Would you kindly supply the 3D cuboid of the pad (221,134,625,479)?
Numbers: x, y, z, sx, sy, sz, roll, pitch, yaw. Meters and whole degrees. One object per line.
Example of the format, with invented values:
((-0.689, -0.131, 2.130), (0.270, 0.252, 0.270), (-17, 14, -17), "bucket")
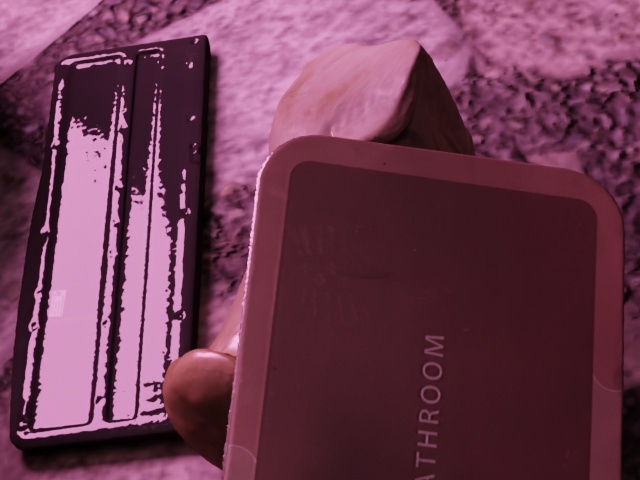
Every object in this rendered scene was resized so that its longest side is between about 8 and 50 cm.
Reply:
((0.048, 0.078, 0.766), (0.176, 0.002, 0.266), (8, 65, -4), "pad")

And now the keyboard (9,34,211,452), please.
((-0.108, 0.031, 0.895), (0.104, 0.041, 0.381), (-7, 44, 9), "keyboard")

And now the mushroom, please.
((0.010, 0.001, 0.850), (0.108, 0.096, 0.247), (27, 60, -8), "mushroom")
